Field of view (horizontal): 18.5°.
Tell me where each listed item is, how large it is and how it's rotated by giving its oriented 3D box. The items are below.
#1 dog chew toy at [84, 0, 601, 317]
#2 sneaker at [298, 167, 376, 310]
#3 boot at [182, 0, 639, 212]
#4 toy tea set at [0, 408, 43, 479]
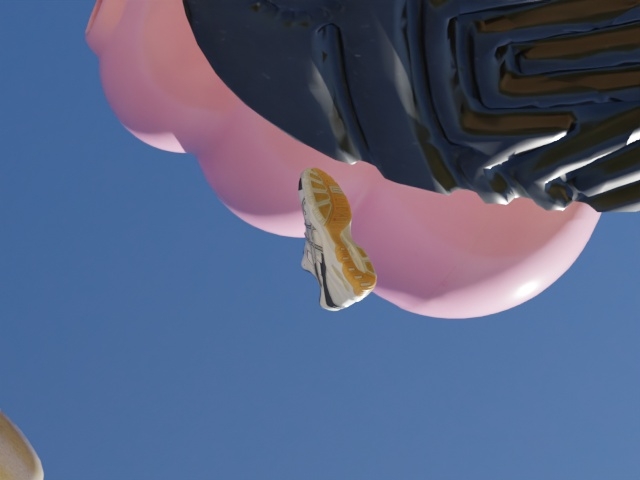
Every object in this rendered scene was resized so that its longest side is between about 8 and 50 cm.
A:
[{"bbox_3d":[0.014,-0.081,1.225,0.332,0.206,0.207,21,-115,-14],"label":"dog chew toy"},{"bbox_3d":[0.000,0.000,1.084,0.032,0.037,0.083,6,-125,-42],"label":"sneaker"},{"bbox_3d":[0.127,-0.149,0.465,0.348,0.131,0.260,-8,-130,-6],"label":"boot"},{"bbox_3d":[-0.214,0.068,0.628,0.200,0.336,0.124,37,-84,21],"label":"toy tea set"}]
